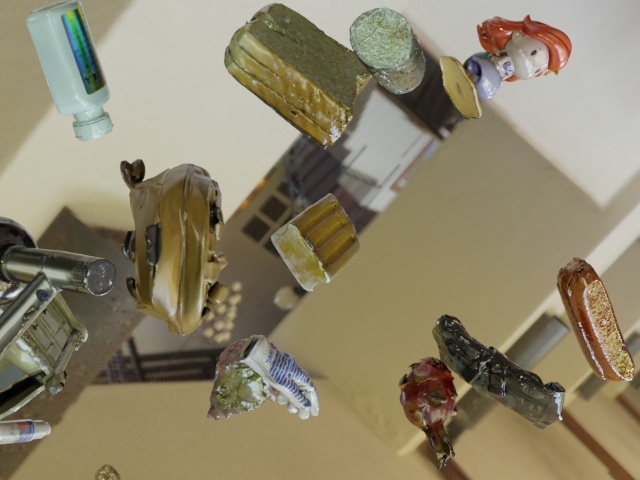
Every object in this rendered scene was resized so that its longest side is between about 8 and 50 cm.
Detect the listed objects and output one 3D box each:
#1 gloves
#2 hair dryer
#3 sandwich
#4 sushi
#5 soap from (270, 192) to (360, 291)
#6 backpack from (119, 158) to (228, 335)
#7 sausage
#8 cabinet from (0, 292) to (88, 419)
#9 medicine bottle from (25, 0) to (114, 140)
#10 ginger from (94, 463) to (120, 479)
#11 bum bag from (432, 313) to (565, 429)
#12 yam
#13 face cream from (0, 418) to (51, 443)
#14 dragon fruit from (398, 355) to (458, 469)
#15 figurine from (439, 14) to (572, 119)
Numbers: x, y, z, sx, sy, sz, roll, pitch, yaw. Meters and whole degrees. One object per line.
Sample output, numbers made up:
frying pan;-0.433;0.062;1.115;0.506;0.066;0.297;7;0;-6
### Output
gloves;-0.080;0.299;2.031;0.229;0.097;0.119;53;-173;-15
hair dryer;-0.515;0.086;1.479;0.320;0.284;0.155;13;128;48
sandwich;-0.040;-0.308;1.664;0.249;0.095;0.273;36;-152;-7
sushi;-0.191;0.320;2.181;0.161;0.241;0.107;59;-156;-26
soap;0.000;0.000;1.903;0.140;0.073;0.232;57;-153;-4
backpack;-0.283;0.008;1.810;0.201;0.353;0.378;-1;176;-11
sausage;0.575;0.175;1.958;0.330;0.102;0.102;60;-178;-28
cabinet;-0.661;0.189;1.890;0.289;0.228;0.318;58;-178;-14
medicine bottle;-0.415;-0.285;1.578;0.121;0.083;0.228;-69;-33;-63
ginger;-0.397;0.494;1.795;0.133;0.059;0.214;-125;19;-53
bum bag;0.373;0.288;2.009;0.340;0.144;0.095;32;-133;28
yam;0.119;-0.303;1.533;0.107;0.107;0.183;45;-174;18
face cream;-0.435;0.275;1.346;0.034;0.034;0.130;46;-172;20
dragon fruit;0.239;0.368;2.000;0.126;0.125;0.246;5;-128;-25
figurine;0.402;-0.403;2.066;0.180;0.257;0.208;62;171;-8
